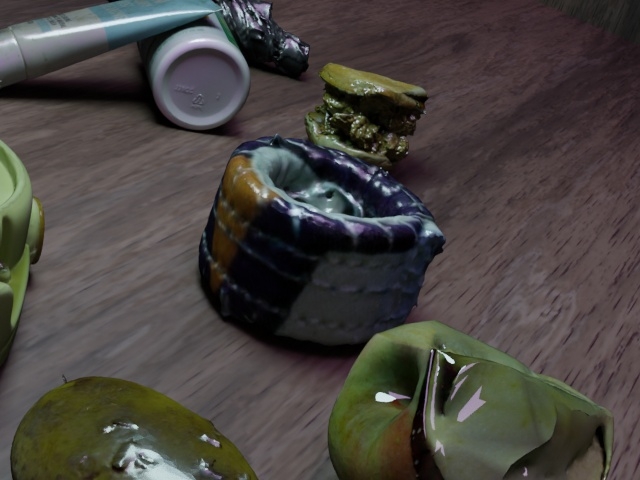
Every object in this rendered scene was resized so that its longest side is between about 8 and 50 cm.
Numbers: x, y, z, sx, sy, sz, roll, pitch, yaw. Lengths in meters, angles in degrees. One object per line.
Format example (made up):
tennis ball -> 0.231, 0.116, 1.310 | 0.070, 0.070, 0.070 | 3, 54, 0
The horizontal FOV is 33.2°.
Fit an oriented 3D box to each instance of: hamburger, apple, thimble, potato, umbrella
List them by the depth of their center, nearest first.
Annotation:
potato -> -0.120, 0.172, 0.731 | 0.149, 0.113, 0.251 | -11, 41, -40
apple -> 0.114, 0.161, 0.846 | 0.188, 0.174, 0.207 | 28, 18, -28
thimble -> 0.000, 0.000, 1.098 | 0.237, 0.150, 0.237 | 17, 25, -8
hamburger -> 0.062, -0.166, 1.484 | 0.159, 0.131, 0.184 | 28, 20, 36
umbrella -> -0.166, -0.371, 1.681 | 0.336, 0.154, 0.128 | 15, 36, -7

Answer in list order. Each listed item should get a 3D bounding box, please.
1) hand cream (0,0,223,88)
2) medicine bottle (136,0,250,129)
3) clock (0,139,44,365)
hand cream -> -0.285, -0.272, 1.374 | 0.312, 0.070, 0.111 | -24, 35, -21
medicine bottle -> -0.186, -0.268, 1.500 | 0.133, 0.133, 0.274 | 8, 28, -21
clock -> -0.382, -0.024, 0.925 | 0.286, 0.117, 0.348 | 15, 27, -9
